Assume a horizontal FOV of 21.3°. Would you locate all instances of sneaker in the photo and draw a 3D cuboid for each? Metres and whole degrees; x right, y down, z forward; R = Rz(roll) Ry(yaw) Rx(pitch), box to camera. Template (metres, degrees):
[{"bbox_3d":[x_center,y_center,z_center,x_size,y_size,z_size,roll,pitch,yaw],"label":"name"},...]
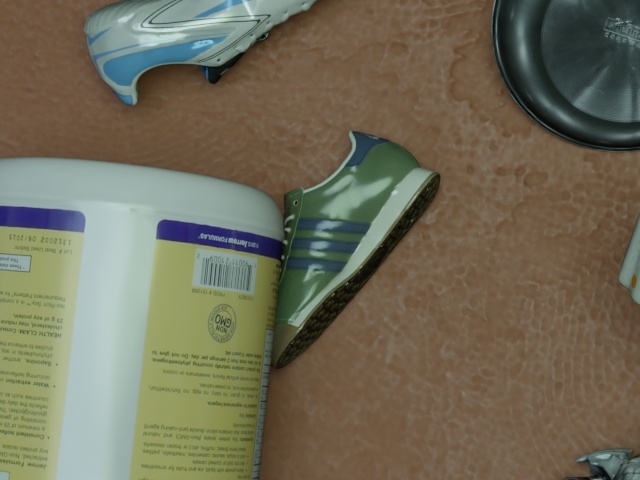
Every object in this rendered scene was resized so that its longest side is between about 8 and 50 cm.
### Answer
[{"bbox_3d":[0.000,0.000,1.296,0.086,0.064,0.192,40,90,16],"label":"sneaker"},{"bbox_3d":[-0.063,-0.176,1.313,0.237,0.085,0.086,-22,109,1],"label":"sneaker"}]

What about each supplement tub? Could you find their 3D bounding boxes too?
[{"bbox_3d":[-0.158,0.119,1.210,0.241,0.241,0.331,6,86,7],"label":"supplement tub"}]

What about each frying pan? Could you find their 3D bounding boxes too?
[{"bbox_3d":[0.267,-0.200,1.235,0.197,0.053,0.326,40,110,-11],"label":"frying pan"}]

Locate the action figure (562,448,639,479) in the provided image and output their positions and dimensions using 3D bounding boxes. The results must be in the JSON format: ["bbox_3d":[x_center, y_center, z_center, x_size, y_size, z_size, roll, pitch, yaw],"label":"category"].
[{"bbox_3d":[0.198,0.225,1.197,0.099,0.185,0.285,32,100,7],"label":"action figure"}]

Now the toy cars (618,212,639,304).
[{"bbox_3d":[0.363,0.095,1.145,0.176,0.087,0.393,-34,115,23],"label":"toy cars"}]
